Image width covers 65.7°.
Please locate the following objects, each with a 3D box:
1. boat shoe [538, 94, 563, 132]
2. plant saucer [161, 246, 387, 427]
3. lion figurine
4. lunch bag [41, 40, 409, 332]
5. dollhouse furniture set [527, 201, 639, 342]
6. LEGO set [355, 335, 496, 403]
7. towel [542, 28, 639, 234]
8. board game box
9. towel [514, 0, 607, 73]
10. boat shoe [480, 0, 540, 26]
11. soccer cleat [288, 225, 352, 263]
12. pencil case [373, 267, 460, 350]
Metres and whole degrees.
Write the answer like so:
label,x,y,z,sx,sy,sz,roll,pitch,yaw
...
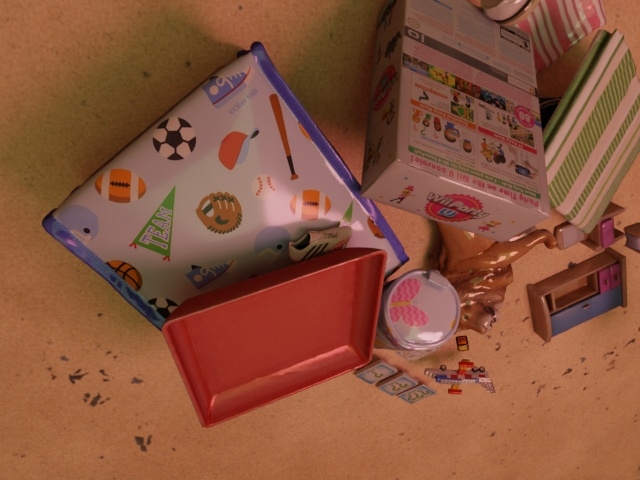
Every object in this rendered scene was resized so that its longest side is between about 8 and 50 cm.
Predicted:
label,x,y,z,sx,sy,sz,roll,pitch,yaw
boat shoe,0.428,-0.210,0.838,0.219,0.070,0.078,-7,117,-12
plant saucer,-0.050,0.120,0.630,0.258,0.048,0.259,-17,139,-16
lion figurine,0.256,-0.031,0.863,0.240,0.142,0.392,-25,106,6
lunch bag,-0.099,-0.013,0.699,0.327,0.239,0.385,-39,112,4
dollhouse furniture set,0.562,0.134,0.915,0.198,0.303,0.287,-25,120,-3
LEGO set,0.217,0.271,0.980,0.182,0.060,0.244,35,127,-27
towel,0.445,-0.155,0.804,0.324,0.038,0.248,16,103,-47
board game box,0.179,-0.176,0.660,0.223,0.304,0.097,16,153,-19
towel,0.352,-0.346,0.773,0.197,0.029,0.144,-36,120,4
boat shoe,0.259,-0.440,0.638,0.103,0.113,0.303,12,94,-30
soccer cleat,0.000,0.000,0.595,0.083,0.029,0.036,-24,137,-6
pencil case,0.125,0.117,0.805,0.113,0.273,0.124,42,77,1
